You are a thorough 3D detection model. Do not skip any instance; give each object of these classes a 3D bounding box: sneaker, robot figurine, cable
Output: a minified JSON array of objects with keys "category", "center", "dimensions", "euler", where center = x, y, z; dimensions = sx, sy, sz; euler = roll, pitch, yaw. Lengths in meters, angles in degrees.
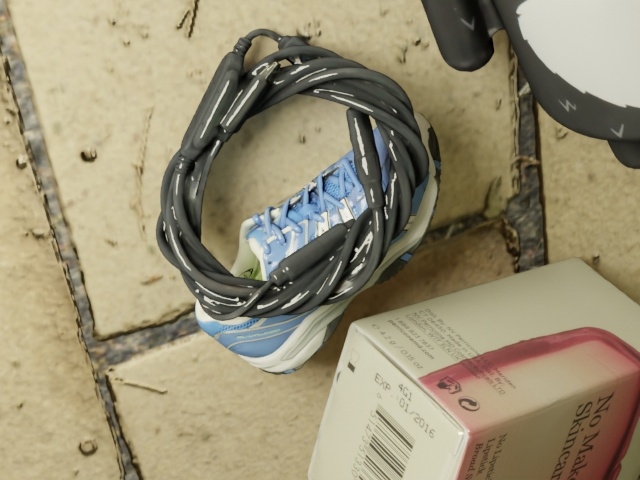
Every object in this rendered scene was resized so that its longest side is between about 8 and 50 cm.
[{"category":"sneaker","center":[0.000,0.000,0.967],"dimensions":[0.081,0.080,0.211],"euler":[24,109,-40]},{"category":"robot figurine","center":[0.182,-0.169,0.871],"dimensions":[0.209,0.173,0.278],"euler":[-41,132,-11]},{"category":"cable","center":[-0.020,-0.030,0.920],"dimensions":[0.151,0.047,0.184],"euler":[25,97,-6]}]

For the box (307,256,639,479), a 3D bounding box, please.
[{"category":"box","center":[0.128,0.124,1.048],"dimensions":[0.232,0.127,0.148],"euler":[-14,131,-37]}]
